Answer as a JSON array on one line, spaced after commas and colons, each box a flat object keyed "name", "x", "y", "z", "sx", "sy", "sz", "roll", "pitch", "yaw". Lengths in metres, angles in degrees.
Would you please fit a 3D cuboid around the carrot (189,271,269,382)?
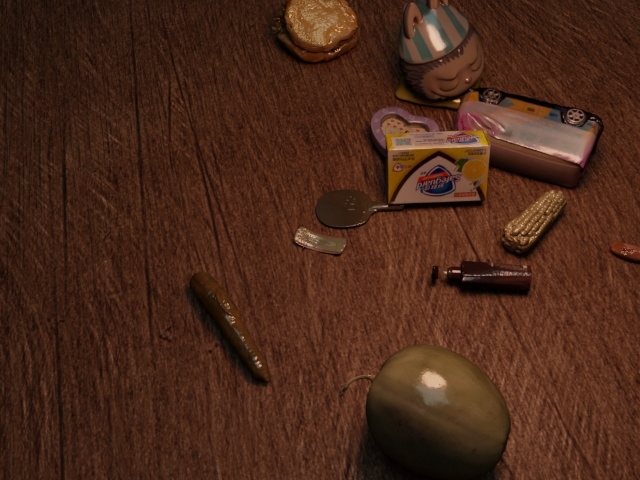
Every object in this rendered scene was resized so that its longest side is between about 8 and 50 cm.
[{"name": "carrot", "x": -0.210, "y": 0.200, "z": 1.742, "sx": 0.070, "sy": 0.070, "sz": 0.342, "roll": -30, "pitch": 59, "yaw": -17}]

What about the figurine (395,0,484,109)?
[{"name": "figurine", "x": 0.353, "y": -0.611, "z": 2.100, "sx": 0.266, "sy": 0.377, "sz": 0.361, "roll": 1, "pitch": 56, "yaw": 4}]

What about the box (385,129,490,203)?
[{"name": "box", "x": 0.303, "y": -0.192, "z": 1.918, "sx": 0.265, "sy": 0.168, "sz": 0.097, "roll": -1, "pitch": 31, "yaw": 1}]

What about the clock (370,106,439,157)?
[{"name": "clock", "x": 0.227, "y": -0.287, "z": 2.063, "sx": 0.198, "sy": 0.064, "sz": 0.172, "roll": 23, "pitch": 59, "yaw": 19}]

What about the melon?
[{"name": "melon", "x": 0.231, "y": 0.350, "z": 1.492, "sx": 0.272, "sy": 0.271, "sz": 0.308, "roll": -33, "pitch": 71, "yaw": -19}]

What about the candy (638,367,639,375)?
[{"name": "candy", "x": 0.800, "y": 0.267, "z": 1.624, "sx": 0.138, "sy": 0.071, "sz": 0.174, "roll": 29, "pitch": 60, "yaw": 23}]

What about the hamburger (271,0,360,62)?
[{"name": "hamburger", "x": -0.015, "y": -0.672, "z": 2.311, "sx": 0.286, "sy": 0.146, "sz": 0.243, "roll": 5, "pitch": 61, "yaw": -1}]

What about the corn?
[{"name": "corn", "x": 0.542, "y": -0.048, "z": 1.867, "sx": 0.087, "sy": 0.087, "sz": 0.211, "roll": 36, "pitch": 58, "yaw": 25}]

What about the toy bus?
[{"name": "toy bus", "x": 0.541, "y": -0.278, "z": 1.976, "sx": 0.386, "sy": 0.171, "sz": 0.162, "roll": 19, "pitch": 61, "yaw": 17}]

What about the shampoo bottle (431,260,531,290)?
[{"name": "shampoo bottle", "x": 0.390, "y": 0.085, "z": 1.782, "sx": 0.236, "sy": 0.068, "sz": 0.067, "roll": 3, "pitch": 57, "yaw": 6}]

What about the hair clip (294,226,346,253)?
[{"name": "hair clip", "x": 0.000, "y": 0.001, "z": 1.895, "sx": 0.137, "sy": 0.022, "sz": 0.054, "roll": 14, "pitch": 57, "yaw": 13}]

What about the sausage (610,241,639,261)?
[{"name": "sausage", "x": 0.813, "y": 0.036, "z": 1.810, "sx": 0.186, "sy": 0.043, "sz": 0.043, "roll": 11, "pitch": 56, "yaw": 11}]

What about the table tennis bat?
[{"name": "table tennis bat", "x": 0.104, "y": -0.087, "z": 1.957, "sx": 0.235, "sy": 0.022, "sz": 0.131, "roll": -3, "pitch": 53, "yaw": 4}]
